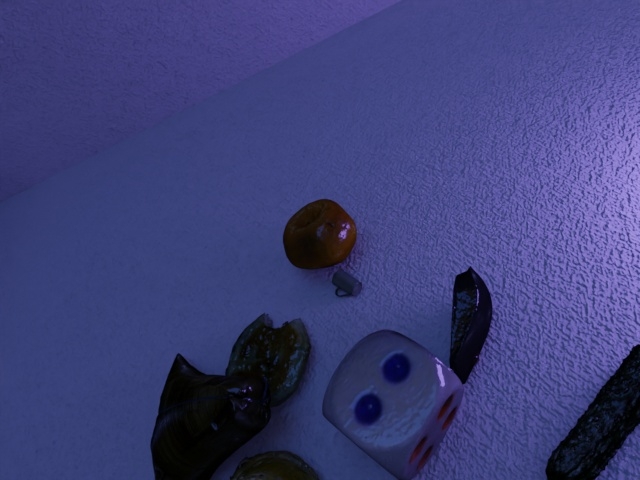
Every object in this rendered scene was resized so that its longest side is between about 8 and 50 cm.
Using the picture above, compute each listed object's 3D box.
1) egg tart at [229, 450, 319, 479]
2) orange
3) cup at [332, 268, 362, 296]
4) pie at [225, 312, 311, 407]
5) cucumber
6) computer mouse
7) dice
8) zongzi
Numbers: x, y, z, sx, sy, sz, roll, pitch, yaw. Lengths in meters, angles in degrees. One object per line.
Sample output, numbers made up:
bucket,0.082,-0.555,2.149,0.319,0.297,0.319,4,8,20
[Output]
egg tart,-0.136,0.656,1.108,0.314,0.120,0.315,-14,51,17
orange,0.000,0.000,1.478,0.248,0.183,0.249,-29,33,21
cup,0.076,0.138,1.420,0.083,0.054,0.075,31,73,37
pie,-0.157,0.353,1.374,0.302,0.067,0.303,-15,51,20
cucumber,0.592,0.376,0.956,0.359,0.096,0.096,-47,49,-10
computer mouse,0.374,0.210,1.142,0.087,0.168,0.296,1,60,25
dice,0.168,0.373,1.070,0.243,0.259,0.251,27,71,36
zongzi,-0.307,0.397,1.281,0.403,0.207,0.432,-46,38,25
